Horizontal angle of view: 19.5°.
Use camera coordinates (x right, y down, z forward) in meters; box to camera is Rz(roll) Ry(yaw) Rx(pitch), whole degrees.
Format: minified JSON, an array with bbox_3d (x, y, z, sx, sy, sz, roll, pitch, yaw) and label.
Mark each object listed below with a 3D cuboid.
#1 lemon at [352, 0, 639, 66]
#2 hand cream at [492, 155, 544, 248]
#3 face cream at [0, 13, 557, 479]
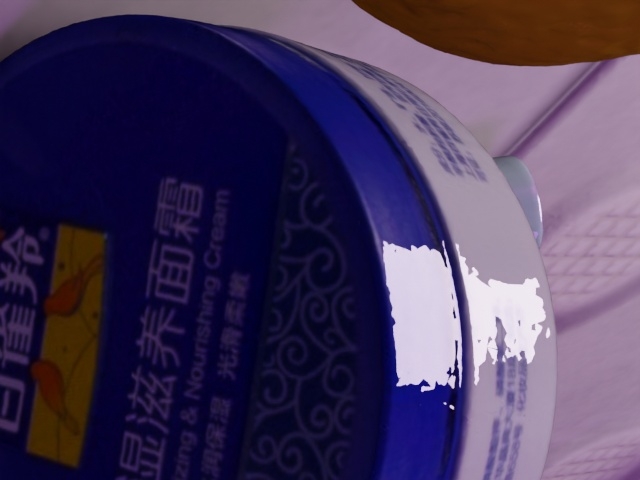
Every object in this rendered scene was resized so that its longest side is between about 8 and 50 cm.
[{"bbox_3d":[0.062,-0.131,0.392,0.203,0.178,0.178,-30,154,9],"label":"lemon"},{"bbox_3d":[0.000,0.000,0.731,0.174,0.047,0.076,-10,150,-17],"label":"hand cream"},{"bbox_3d":[-0.033,0.038,0.574,0.206,0.206,0.111,-41,154,25],"label":"face cream"}]
